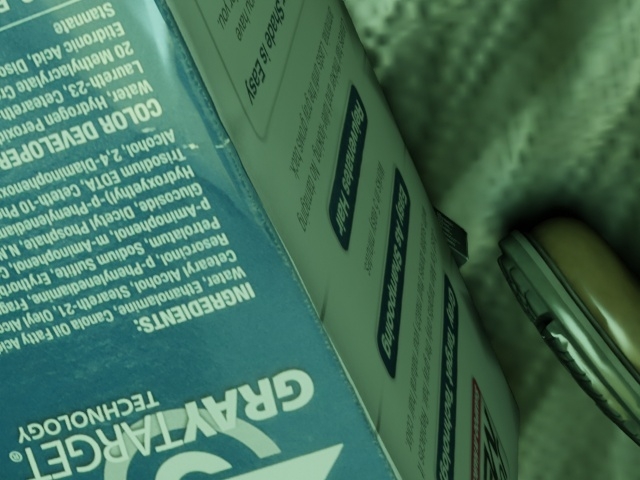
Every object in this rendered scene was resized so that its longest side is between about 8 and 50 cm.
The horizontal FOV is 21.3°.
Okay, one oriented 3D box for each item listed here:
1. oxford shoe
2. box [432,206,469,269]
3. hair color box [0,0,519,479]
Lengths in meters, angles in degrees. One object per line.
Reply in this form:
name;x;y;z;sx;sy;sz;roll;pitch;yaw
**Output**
oxford shoe;0.159;0.049;0.606;0.227;0.083;0.096;35;99;-20
box;0.000;0.000;0.602;0.083;0.018;0.067;35;118;-20
hair color box;-0.047;-0.025;0.476;0.105;0.174;0.347;-18;116;15
